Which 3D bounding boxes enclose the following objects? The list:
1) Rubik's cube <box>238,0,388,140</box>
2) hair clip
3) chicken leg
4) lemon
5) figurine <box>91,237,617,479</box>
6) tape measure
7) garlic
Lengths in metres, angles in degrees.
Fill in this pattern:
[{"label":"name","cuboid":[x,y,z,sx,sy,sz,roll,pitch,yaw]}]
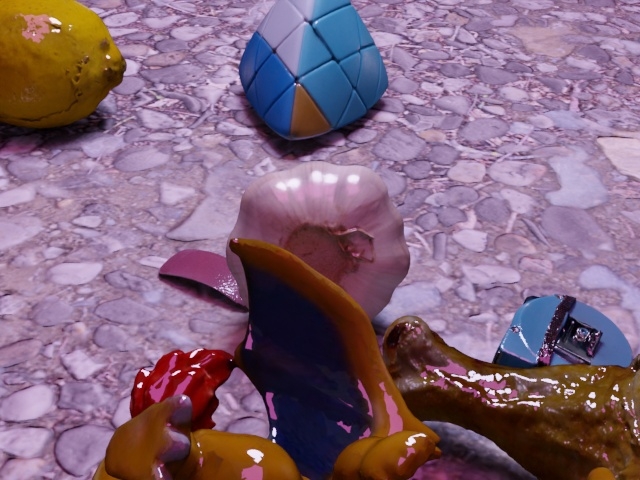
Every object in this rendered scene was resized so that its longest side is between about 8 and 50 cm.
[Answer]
[{"label":"Rubik's cube","cuboid":[-0.014,-0.261,1.347,0.254,0.255,0.254,1,34,-1]},{"label":"hair clip","cuboid":[-0.125,0.040,1.068,0.137,0.022,0.054,20,41,24]},{"label":"chicken leg","cuboid":[0.219,0.184,0.785,0.360,0.140,0.212,2,55,24]},{"label":"lemon","cuboid":[-0.414,-0.265,1.346,0.260,0.204,0.204,4,34,-1]},{"label":"figurine","cuboid":[0.035,0.210,0.557,0.387,0.268,0.401,25,65,-23]},{"label":"tape measure","cuboid":[0.243,0.120,0.919,0.125,0.081,0.146,26,42,14]},{"label":"garlic","cuboid":[0.000,0.000,1.024,0.199,0.199,0.226,3,8,2]}]
